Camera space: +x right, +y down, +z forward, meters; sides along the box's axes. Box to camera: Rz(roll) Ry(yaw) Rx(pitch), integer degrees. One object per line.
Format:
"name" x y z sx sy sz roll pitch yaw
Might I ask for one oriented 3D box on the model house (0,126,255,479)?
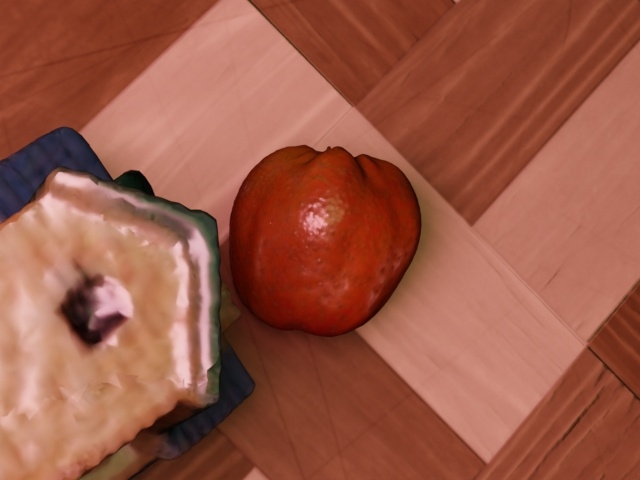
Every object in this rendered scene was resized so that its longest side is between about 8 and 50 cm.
"model house" -0.234 0.064 1.449 0.343 0.382 0.334 -36 93 -19

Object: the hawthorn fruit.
"hawthorn fruit" 0.000 0.000 1.669 0.189 0.189 0.189 5 75 -19
